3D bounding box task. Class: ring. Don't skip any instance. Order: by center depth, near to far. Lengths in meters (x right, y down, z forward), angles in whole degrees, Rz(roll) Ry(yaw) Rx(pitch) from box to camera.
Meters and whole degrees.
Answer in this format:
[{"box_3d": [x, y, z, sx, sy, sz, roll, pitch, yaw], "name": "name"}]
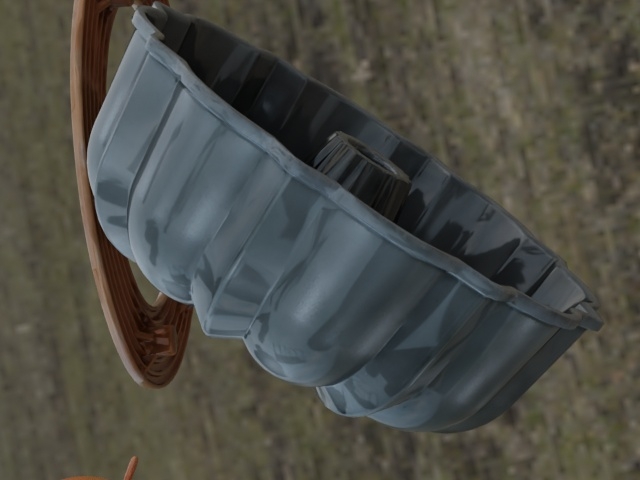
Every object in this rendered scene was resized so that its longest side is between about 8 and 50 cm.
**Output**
[{"box_3d": [-0.117, -0.063, 1.389, 0.336, 0.032, 0.337, -4, -90, -81], "name": "ring"}]

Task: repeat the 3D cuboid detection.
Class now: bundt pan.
[{"box_3d": [0.000, 0.000, 1.166, 0.124, 0.331, 0.331, -57, 28, 11], "name": "bundt pan"}]

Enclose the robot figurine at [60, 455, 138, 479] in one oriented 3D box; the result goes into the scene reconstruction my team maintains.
[{"box_3d": [-0.171, 0.238, 1.241, 0.158, 0.219, 0.128, 43, 167, 3], "name": "robot figurine"}]
